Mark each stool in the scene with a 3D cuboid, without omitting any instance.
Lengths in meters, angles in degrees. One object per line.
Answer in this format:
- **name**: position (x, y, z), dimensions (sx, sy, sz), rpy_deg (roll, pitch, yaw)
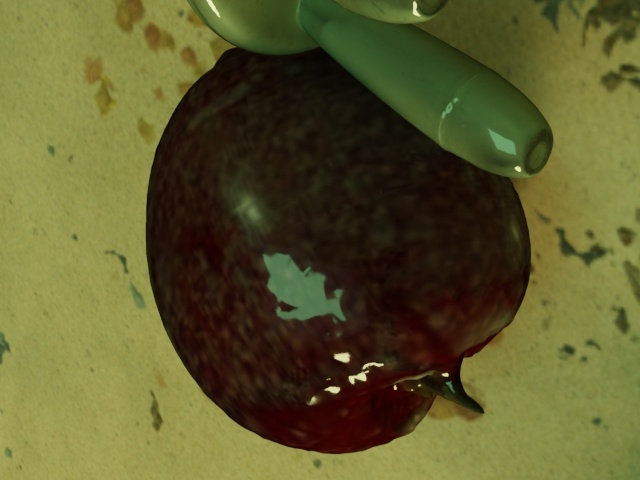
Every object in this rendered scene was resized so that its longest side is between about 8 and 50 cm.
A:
- **stool**: position (0.049, -0.166, 0.692), dimensions (0.198, 0.195, 0.195), rpy_deg (28, 169, 40)

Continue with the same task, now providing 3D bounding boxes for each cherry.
- **cherry**: position (0.000, 0.000, 0.834), dimensions (0.300, 0.203, 0.230), rpy_deg (58, 140, 23)
